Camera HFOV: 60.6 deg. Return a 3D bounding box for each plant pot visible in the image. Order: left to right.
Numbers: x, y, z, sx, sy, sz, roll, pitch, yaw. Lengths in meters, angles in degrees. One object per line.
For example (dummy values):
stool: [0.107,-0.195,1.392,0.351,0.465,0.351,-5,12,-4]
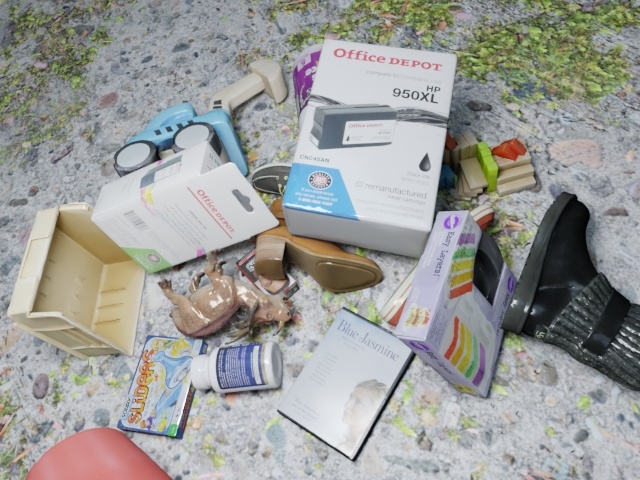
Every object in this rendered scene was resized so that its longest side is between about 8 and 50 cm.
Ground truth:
plant pot: [-0.373,0.476,0.938,0.275,0.275,0.243,-43,50,-13]

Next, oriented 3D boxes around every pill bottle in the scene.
pill bottle: [-0.168,0.257,1.103,0.169,0.094,0.094,-8,58,9]
pill bottle: [0.023,-0.336,1.370,0.169,0.169,0.301,-12,57,7]

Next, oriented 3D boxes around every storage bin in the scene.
storage bin: [-0.514,0.093,1.195,0.123,0.260,0.262,-9,58,13]

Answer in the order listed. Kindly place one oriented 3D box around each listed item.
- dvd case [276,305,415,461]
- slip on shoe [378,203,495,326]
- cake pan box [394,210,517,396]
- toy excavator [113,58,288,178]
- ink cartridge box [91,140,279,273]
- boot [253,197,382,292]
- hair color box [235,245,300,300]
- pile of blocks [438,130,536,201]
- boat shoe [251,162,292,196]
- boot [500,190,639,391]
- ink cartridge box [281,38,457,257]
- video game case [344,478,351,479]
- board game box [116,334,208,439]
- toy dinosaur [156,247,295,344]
dvd case: [0.055,0.273,1.080,0.180,0.022,0.253,25,68,26]
slip on shoe: [0.255,0.058,1.116,0.101,0.123,0.331,40,74,8]
cake pan box: [0.258,0.112,0.993,0.070,0.246,0.267,0,55,42]
toy excavator: [-0.285,-0.288,1.413,0.433,0.222,0.445,-15,48,3]
ink cartridge box: [-0.284,-0.077,1.197,0.353,0.207,0.119,-18,43,18]
boot: [0.000,0.000,1.226,0.283,0.109,0.220,3,43,6]
hair color box: [-0.119,0.079,1.229,0.072,0.043,0.141,-42,60,-13]
pile of blocks: [0.300,-0.184,1.241,0.362,0.112,0.149,6,61,18]
boat shoe: [-0.062,-0.137,1.322,0.227,0.081,0.069,0,56,11]
boot: [0.512,0.082,1.015,0.260,0.131,0.348,21,63,22]
ink cartridge box: [0.107,-0.194,1.126,0.285,0.166,0.395,10,71,7]
video game case: [0.065,0.547,0.911,0.193,0.023,0.212,27,70,26]
board game box: [-0.329,0.303,1.150,0.136,0.035,0.201,2,60,15]
toy dinosaur: [-0.224,0.147,1.152,0.295,0.127,0.200,-27,76,20]
